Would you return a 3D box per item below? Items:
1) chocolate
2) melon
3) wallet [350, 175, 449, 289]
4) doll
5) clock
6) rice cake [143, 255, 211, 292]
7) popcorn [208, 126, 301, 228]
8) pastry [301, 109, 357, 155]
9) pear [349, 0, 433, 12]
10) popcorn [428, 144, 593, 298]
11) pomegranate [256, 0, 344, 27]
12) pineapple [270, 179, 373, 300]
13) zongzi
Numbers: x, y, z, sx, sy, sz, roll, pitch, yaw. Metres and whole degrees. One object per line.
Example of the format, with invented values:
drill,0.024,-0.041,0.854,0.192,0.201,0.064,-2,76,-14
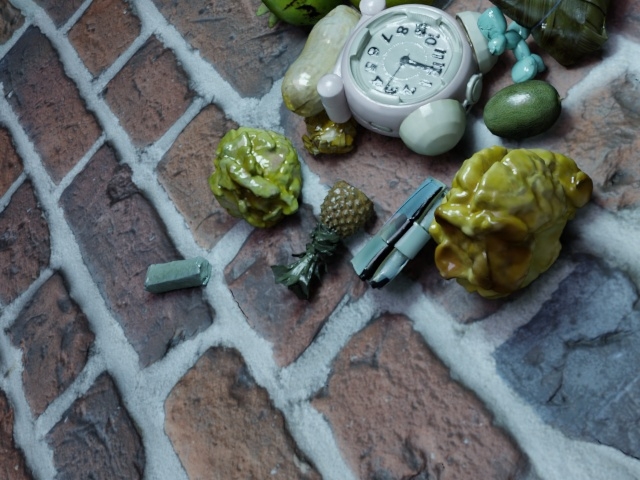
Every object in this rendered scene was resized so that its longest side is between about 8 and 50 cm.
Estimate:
chocolate,0.012,-0.417,1.810,0.134,0.134,0.309,8,63,39
melon,0.409,-0.262,1.554,0.167,0.114,0.114,-11,59,33
wallet,0.169,-0.018,1.585,0.250,0.075,0.176,-47,11,6
doll,0.406,-0.399,1.605,0.059,0.159,0.159,-31,56,53
clock,0.201,-0.366,1.701,0.325,0.184,0.342,19,80,26
rice cake,-0.365,0.086,1.973,0.206,0.063,0.069,-13,53,30
popcorn,-0.159,-0.157,1.865,0.259,0.212,0.259,-25,47,30
pastry,0.017,-0.307,1.878,0.154,0.102,0.250,-8,58,21
pear,0.172,-0.671,1.858,0.294,0.294,0.294,-18,56,28
popcorn,0.337,-0.055,1.401,0.332,0.265,0.225,-35,42,-8
pomegranate,-0.065,-0.685,2.071,0.340,0.260,0.260,-38,41,55
pineapple,0.000,0.000,1.716,0.130,0.119,0.277,35,91,24
zongzi,0.456,-0.541,1.566,0.138,0.300,0.286,146,145,-69
